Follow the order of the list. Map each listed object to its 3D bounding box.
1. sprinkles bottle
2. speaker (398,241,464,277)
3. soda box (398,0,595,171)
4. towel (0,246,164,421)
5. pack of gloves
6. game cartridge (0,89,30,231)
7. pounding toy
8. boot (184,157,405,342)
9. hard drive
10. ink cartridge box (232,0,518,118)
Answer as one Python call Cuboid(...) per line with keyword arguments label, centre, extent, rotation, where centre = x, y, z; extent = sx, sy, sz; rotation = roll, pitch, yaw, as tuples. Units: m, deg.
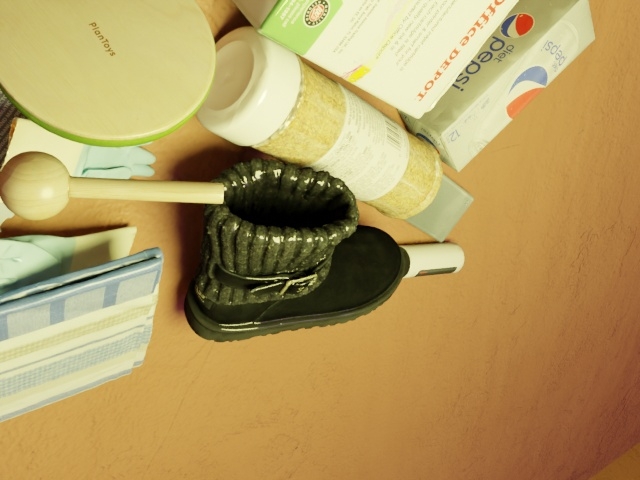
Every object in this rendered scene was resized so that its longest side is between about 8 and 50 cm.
Cuboid(label="sprinkles bottle", centre=(0.014, -0.128, 0.881), extent=(0.355, 0.121, 0.121), rotation=(22, 106, -47))
Cuboid(label="speaker", centre=(0.176, 0.032, 1.201), extent=(0.136, 0.055, 0.055), rotation=(-3, 123, -40))
Cuboid(label="soda box", centre=(0.251, -0.237, 1.018), extent=(0.286, 0.098, 0.091), rotation=(-44, 140, -4))
Cuboid(label="towel", centre=(-0.285, 0.113, 0.808), extent=(0.209, 0.034, 0.285), rotation=(-19, 155, -30))
Cuboid(label="pack of gloves", centre=(-0.268, -0.032, 0.742), extent=(0.195, 0.046, 0.232), rotation=(-68, 162, 12))
Cuboid(label="game cartridge", centre=(-0.305, -0.148, 0.647), extent=(0.294, 0.060, 0.196), rotation=(-51, 143, 4))
Cuboid(label="pounding toy", centre=(-0.187, -0.120, 0.617), extent=(0.183, 0.236, 0.110), rotation=(-2, 161, -22))
Cuboid(label="boot", centre=(0.001, 0.003, 0.909), extent=(0.348, 0.131, 0.260), rotation=(-16, 150, -31))
Cuboid(label="hard drive", centre=(0.185, -0.058, 1.161), extent=(0.135, 0.022, 0.094), rotation=(26, 103, -48))
Cuboid(label="ink cartridge box", centre=(0.066, -0.281, 0.788), extent=(0.278, 0.117, 0.201), rotation=(16, 121, -46))
